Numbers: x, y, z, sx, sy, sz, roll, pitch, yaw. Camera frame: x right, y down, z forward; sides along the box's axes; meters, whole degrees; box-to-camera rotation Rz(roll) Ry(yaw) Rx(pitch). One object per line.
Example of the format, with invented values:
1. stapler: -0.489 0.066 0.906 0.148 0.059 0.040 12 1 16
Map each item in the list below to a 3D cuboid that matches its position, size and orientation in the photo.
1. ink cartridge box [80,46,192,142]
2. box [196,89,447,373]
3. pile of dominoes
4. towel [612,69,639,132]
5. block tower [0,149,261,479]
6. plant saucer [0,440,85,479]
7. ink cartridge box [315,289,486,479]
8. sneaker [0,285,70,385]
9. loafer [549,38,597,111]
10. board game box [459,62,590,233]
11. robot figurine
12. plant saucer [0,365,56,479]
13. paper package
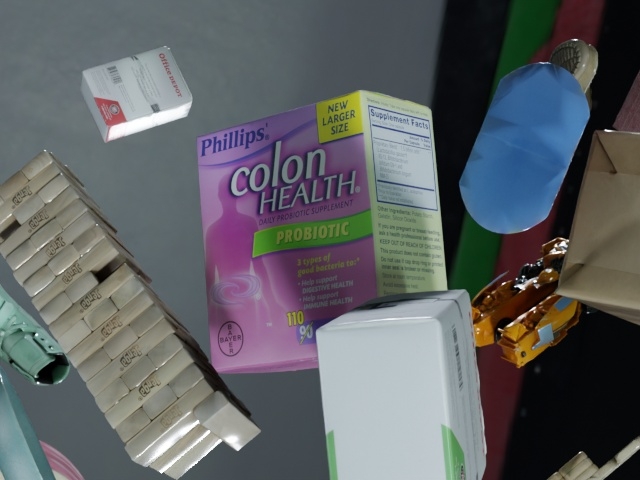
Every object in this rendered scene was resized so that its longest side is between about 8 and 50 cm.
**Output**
1. ink cartridge box: -0.269 -0.214 1.786 0.099 0.135 0.056 64 -23 15
2. box: 0.000 0.000 1.192 0.213 0.117 0.243 -10 -101 38
3. pile of dominoes: 0.273 0.175 1.106 0.251 0.040 0.196 -40 163 -1
4. towel: 0.668 -0.190 2.059 0.329 0.037 0.237 42 -38 22
5. block tower: -0.192 0.063 1.096 0.335 0.097 0.091 49 -2 28
6. plant saucer: -0.401 0.412 1.561 0.084 0.332 0.332 -11 -114 43
7. ink cartridge box: 0.069 0.128 0.940 0.219 0.092 0.160 -11 96 -78
8. sneaker: -0.462 0.126 1.784 0.151 0.256 0.094 32 -98 37
9. loafer: 0.258 -0.158 1.257 0.148 0.050 0.056 113 -24 -67
10. board game box: 0.204 -0.084 1.172 0.133 0.033 0.169 31 -77 54
11. robot figurine: 0.365 0.090 1.994 0.211 0.291 0.085 18 -44 49
12. plant saucer: -0.295 0.220 1.210 0.195 0.037 0.195 60 -14 24
13. paper package: 0.441 0.025 1.165 0.309 0.325 0.168 9 -99 48
